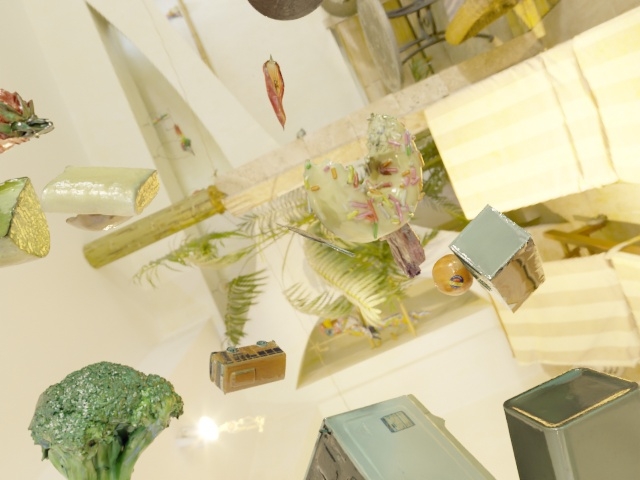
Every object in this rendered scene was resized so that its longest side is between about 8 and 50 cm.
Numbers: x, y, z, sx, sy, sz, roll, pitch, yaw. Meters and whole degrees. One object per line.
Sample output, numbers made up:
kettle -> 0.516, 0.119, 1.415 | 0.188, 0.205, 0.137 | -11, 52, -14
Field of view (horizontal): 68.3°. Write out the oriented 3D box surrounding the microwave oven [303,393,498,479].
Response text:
microwave oven -> 0.167, 0.509, 0.888 | 0.355, 0.286, 0.219 | 40, 123, 46

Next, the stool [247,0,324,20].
stool -> -0.090, -0.569, 0.886 | 0.179, 0.179, 0.264 | 61, -172, -59

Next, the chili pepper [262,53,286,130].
chili pepper -> -0.101, -0.335, 1.079 | 0.027, 0.045, 0.178 | -14, 90, 51

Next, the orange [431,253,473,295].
orange -> 0.256, 0.066, 0.914 | 0.083, 0.083, 0.084 | -24, -90, -87

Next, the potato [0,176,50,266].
potato -> -1.005, -0.005, 1.418 | 0.330, 0.280, 0.213 | -118, 20, -48

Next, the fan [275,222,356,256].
fan -> 0.000, 0.000, 1.200 | 0.226, 0.008, 0.152 | 24, -174, 35

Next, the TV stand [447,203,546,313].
TV stand -> 0.290, 0.040, 0.752 | 0.083, 0.088, 0.269 | 47, -171, 33

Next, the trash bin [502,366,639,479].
trash bin -> 0.353, 0.314, 0.621 | 0.122, 0.164, 0.241 | 178, 73, -74

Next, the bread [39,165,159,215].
bread -> -0.409, -0.096, 0.890 | 0.139, 0.178, 0.060 | -88, 0, -59

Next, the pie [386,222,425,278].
pie -> 0.266, 0.018, 1.504 | 0.204, 0.054, 0.219 | 63, 173, 12

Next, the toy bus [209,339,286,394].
toy bus -> -0.204, 0.360, 1.341 | 0.114, 0.200, 0.098 | 25, 114, 55

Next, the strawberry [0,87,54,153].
strawberry -> -0.647, -0.208, 0.881 | 0.188, 0.286, 0.106 | -83, -27, -75

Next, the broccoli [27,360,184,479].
broccoli -> -0.376, 0.341, 0.846 | 0.294, 0.265, 0.246 | 65, -161, -81

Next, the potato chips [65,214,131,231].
potato chips -> -0.489, -0.067, 1.122 | 0.062, 0.195, 0.208 | 61, 170, -7

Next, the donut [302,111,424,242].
donut -> 0.138, -0.152, 1.265 | 0.150, 0.371, 0.307 | 0, 124, 53
